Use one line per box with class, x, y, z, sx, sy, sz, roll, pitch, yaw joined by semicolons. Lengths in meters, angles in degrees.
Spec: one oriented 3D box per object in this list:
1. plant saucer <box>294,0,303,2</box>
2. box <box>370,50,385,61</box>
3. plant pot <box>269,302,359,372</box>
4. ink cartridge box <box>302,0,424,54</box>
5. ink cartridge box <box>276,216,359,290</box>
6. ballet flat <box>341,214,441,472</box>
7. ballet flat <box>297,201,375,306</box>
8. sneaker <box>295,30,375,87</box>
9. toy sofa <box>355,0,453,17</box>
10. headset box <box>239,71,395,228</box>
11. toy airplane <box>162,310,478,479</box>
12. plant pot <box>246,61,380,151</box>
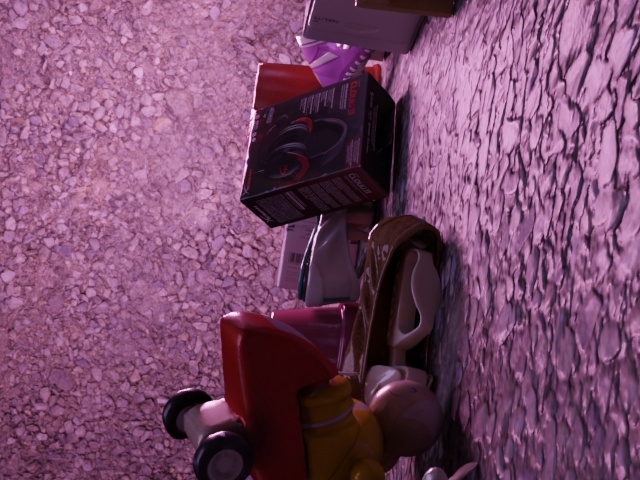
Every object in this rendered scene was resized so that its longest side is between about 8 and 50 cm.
plant saucer;-0.042;-0.620;1.729;0.400;0.100;0.401;-172;90;-83
box;0.092;-0.520;2.119;0.149;0.126;0.232;-91;10;-57
plant pot;-0.011;0.204;1.839;0.201;0.180;0.201;-171;90;-85
ink cartridge box;0.089;-0.501;1.751;0.197;0.198;0.270;115;162;-68
ink cartridge box;0.000;0.000;2.135;0.092;0.160;0.220;-133;52;-83
ballet flat;0.102;0.130;1.274;0.124;0.116;0.343;-13;63;64
ballet flat;0.042;-0.024;1.915;0.400;0.139;0.139;-81;3;-45
sneaker;0.083;-0.375;2.009;0.282;0.102;0.161;0;118;52
toy sofa;0.145;-0.440;1.297;0.362;0.150;0.177;124;150;-79
headset box;0.010;-0.168;1.843;0.110;0.293;0.218;41;-135;-44
toy airplane;0.031;0.271;1.109;0.386;0.272;0.384;52;165;20
plant pot;-0.022;-0.277;2.220;0.272;0.265;0.273;-172;90;-84
